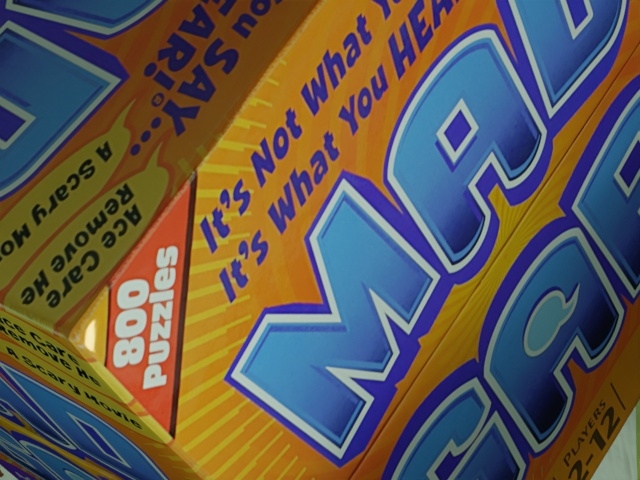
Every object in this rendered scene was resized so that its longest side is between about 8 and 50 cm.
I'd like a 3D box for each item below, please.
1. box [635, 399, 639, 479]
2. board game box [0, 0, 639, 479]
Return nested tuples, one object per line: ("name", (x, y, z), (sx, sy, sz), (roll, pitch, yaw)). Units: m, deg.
("box", (0.243, 0.096, 1.005), (0.087, 0.058, 0.232), (39, 149, 46))
("board game box", (-0.042, -0.041, 0.850), (0.357, 0.356, 0.356), (18, 155, 41))
